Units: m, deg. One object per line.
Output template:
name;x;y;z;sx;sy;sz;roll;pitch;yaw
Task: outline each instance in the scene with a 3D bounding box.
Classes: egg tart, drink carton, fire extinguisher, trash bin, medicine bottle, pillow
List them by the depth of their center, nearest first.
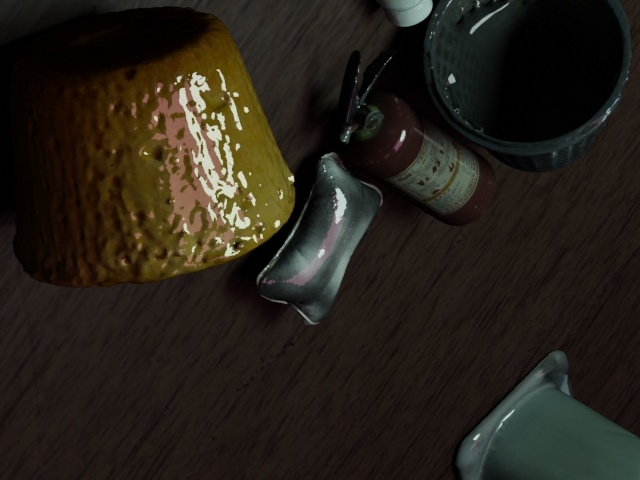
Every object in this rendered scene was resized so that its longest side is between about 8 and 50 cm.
egg tart;-0.125;-0.072;1.161;0.202;0.202;0.147;-28;119;-35
medicine bottle;0.061;-0.214;1.370;0.047;0.047;0.083;-47;142;-15
pillow;0.001;0.001;1.442;0.091;0.055;0.135;32;86;-22
fire extinguisher;0.075;-0.091;1.456;0.231;0.071;0.099;31;86;-52
trash bin;0.183;-0.133;1.470;0.175;0.175;0.161;-54;161;-7
drink carton;0.284;0.260;1.845;0.185;0.189;0.191;-45;142;-27
